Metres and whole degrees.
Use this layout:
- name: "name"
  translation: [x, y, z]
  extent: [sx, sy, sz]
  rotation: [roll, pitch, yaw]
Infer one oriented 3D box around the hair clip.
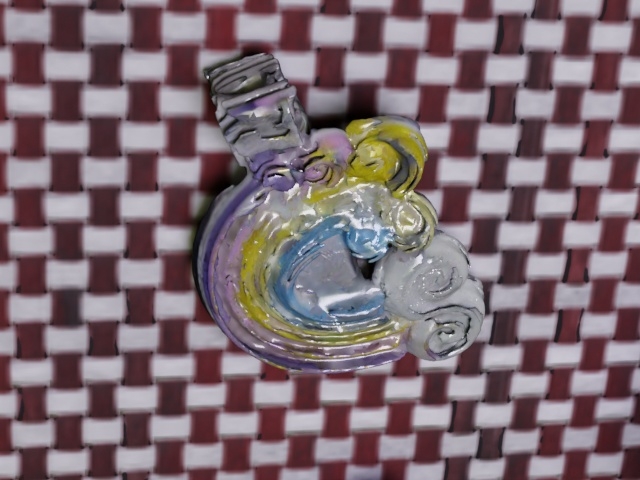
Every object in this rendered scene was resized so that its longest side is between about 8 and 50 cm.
- name: "hair clip"
  translation: [0.000, 0.000, 0.597]
  extent: [0.116, 0.049, 0.172]
  rotation: [-18, 124, 10]
